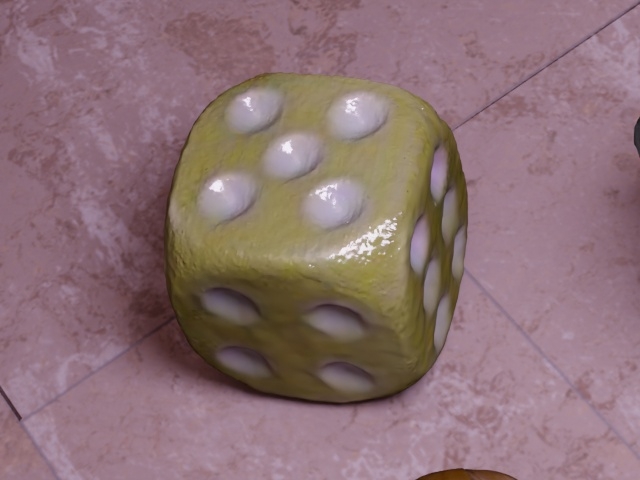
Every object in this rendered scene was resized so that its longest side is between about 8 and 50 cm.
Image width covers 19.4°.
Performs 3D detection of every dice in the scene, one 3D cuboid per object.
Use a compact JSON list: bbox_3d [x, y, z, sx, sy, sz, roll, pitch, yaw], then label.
[{"bbox_3d":[0.000,0.000,1.726,0.233,0.238,0.226,4,57,18],"label":"dice"}]

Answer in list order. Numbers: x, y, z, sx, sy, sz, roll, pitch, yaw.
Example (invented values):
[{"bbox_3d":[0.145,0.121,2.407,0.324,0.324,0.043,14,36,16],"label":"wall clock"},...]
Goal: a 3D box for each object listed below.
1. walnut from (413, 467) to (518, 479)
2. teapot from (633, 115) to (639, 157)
[{"bbox_3d":[0.127,0.286,1.549,0.167,0.167,0.207,-13,56,6],"label":"walnut"},{"bbox_3d":[0.368,-0.026,1.591,0.200,0.337,0.270,-35,54,-11],"label":"teapot"}]
